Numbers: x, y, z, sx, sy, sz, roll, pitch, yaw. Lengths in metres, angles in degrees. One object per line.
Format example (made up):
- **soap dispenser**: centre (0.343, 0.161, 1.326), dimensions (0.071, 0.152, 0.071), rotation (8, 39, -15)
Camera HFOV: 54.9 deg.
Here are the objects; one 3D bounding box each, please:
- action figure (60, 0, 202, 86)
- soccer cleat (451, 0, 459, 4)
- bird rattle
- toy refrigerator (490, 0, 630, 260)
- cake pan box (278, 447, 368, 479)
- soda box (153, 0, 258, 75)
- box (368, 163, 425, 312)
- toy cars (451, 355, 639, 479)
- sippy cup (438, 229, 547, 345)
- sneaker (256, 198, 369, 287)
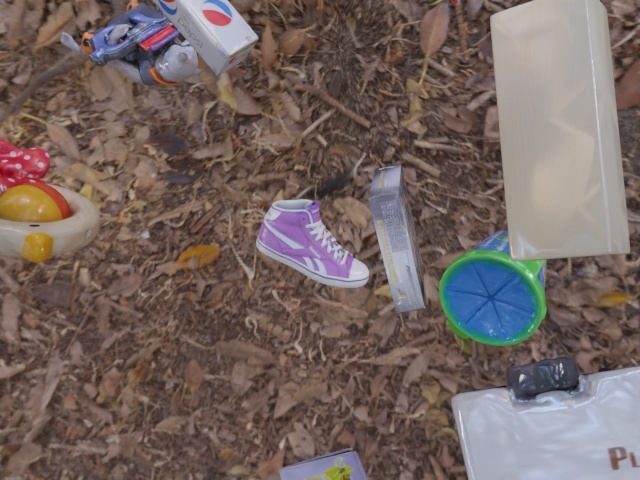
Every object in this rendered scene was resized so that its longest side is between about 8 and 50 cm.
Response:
- **action figure**: centre (-0.351, -0.438, 1.315), dimensions (0.341, 0.330, 0.178), rotation (-37, 144, -21)
- **soccer cleat**: centre (0.166, -0.595, 1.355), dimensions (0.318, 0.108, 0.116), rotation (7, 90, 3)
- **bird rattle**: centre (-0.365, -0.031, 0.729), dimensions (0.207, 0.253, 0.143), rotation (20, 102, 6)
- **toy refrigerator**: centre (0.259, -0.115, 0.664), dimensions (0.102, 0.094, 0.269), rotation (-7, 85, 39)
- **cake pan box**: centre (0.032, 0.330, 0.447), dimensions (0.070, 0.245, 0.266), rotation (-9, 131, -12)
- **soda box**: centre (-0.206, -0.388, 1.026), dimensions (0.216, 0.069, 0.074), rotation (50, 58, -5)
- **box**: centre (0.147, -0.008, 1.159), dimensions (0.056, 0.183, 0.231), rotation (-11, 111, 14)
- **toy cars**: centre (0.232, 0.025, 0.319), dimensions (0.176, 0.087, 0.393), rotation (39, 86, 15)
- **sippy cup**: centre (0.424, 0.090, 1.442), dimensions (0.305, 0.224, 0.240), rotation (-11, 109, 36)
- **sneaker**: centre (0.000, 0.000, 1.424), dimensions (0.282, 0.102, 0.161), rotation (22, 119, -3)
